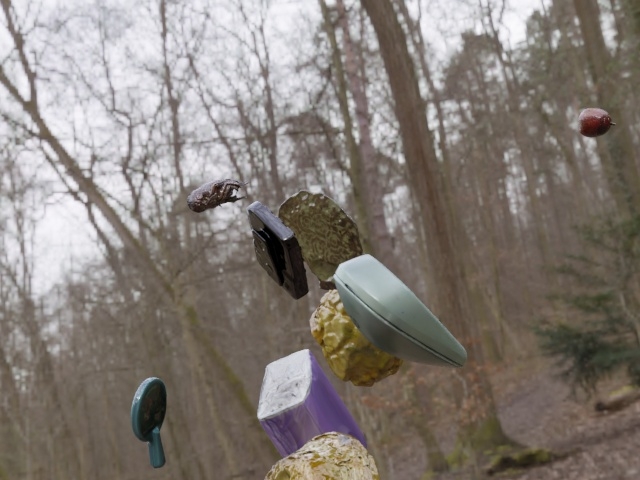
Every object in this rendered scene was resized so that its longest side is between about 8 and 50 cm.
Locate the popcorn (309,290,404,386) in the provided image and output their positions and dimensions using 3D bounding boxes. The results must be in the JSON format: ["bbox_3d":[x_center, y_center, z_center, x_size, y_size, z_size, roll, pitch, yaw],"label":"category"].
[{"bbox_3d":[0.100,0.201,1.957,0.250,0.250,0.190,-4,23,-10],"label":"popcorn"}]

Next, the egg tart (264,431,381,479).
[{"bbox_3d":[-0.027,0.512,1.613,0.129,0.341,0.341,25,-33,-34],"label":"egg tart"}]

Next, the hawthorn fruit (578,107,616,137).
[{"bbox_3d":[0.646,-0.277,2.045,0.077,0.077,0.077,-7,-17,-2],"label":"hawthorn fruit"}]

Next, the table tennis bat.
[{"bbox_3d":[-0.341,0.373,1.755,0.033,0.201,0.124,4,23,20],"label":"table tennis bat"}]

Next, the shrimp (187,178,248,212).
[{"bbox_3d":[-0.260,-0.122,2.242,0.190,0.073,0.074,-26,7,-40],"label":"shrimp"}]

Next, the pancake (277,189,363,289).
[{"bbox_3d":[0.000,0.000,1.822,0.029,0.235,0.212,-28,-17,-45],"label":"pancake"}]

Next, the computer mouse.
[{"bbox_3d":[0.115,0.126,1.318,0.097,0.159,0.288,-47,-41,-3],"label":"computer mouse"}]

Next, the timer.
[{"bbox_3d":[-0.089,0.022,1.689,0.055,0.144,0.187,-34,-36,-18],"label":"timer"}]

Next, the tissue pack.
[{"bbox_3d":[-0.016,0.478,2.231,0.160,0.242,0.338,-24,-66,13],"label":"tissue pack"}]
